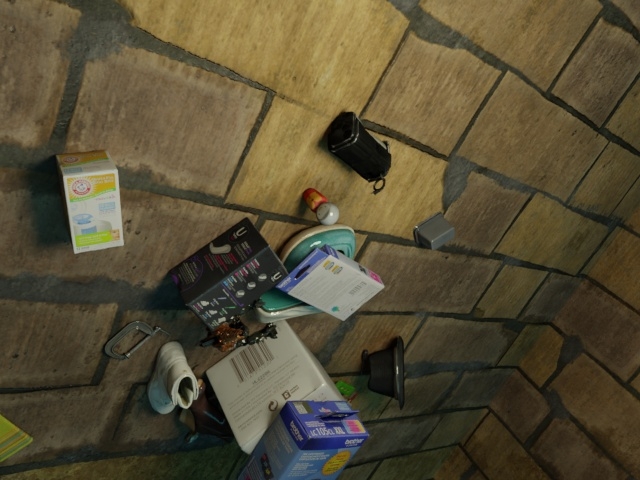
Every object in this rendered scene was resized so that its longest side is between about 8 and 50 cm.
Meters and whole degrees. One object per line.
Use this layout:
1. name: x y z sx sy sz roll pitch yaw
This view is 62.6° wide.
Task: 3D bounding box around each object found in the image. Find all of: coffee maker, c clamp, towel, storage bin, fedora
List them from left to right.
1. towel: -0.914 0.530 1.462 0.102 0.021 0.237 -33 136 -17
2. c clamp: -0.539 0.296 1.538 0.160 0.022 0.137 -37 137 -6
3. coffee maker: 0.115 -0.249 1.466 0.120 0.171 0.178 -39 138 21
4. fedora: 0.275 0.550 2.203 0.152 0.334 0.334 0 133 9
5. storage bin: 0.421 -0.023 1.923 0.135 0.091 0.098 -30 136 -11

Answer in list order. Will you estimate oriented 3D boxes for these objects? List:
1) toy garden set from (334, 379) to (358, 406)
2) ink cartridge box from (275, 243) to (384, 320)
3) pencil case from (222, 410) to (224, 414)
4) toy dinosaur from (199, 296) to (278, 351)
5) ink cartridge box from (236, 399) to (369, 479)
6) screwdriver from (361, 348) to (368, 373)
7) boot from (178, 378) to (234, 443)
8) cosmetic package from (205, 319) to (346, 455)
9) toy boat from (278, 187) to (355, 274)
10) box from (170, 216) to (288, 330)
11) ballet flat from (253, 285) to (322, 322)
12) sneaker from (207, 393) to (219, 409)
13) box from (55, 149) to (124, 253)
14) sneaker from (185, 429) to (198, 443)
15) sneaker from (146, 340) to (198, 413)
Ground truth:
1. toy garden set: 0.051 0.710 2.276 0.244 0.049 0.203 -47 135 4
2. ink cartridge box: 0.028 0.124 1.589 0.185 0.065 0.311 -43 133 20
3. pencil case: -0.311 0.679 1.976 0.070 0.065 0.152 -24 137 4
4. toy dinosaur: -0.247 0.268 1.536 0.218 0.322 0.165 -24 113 -16
5. ink cartridge box: -0.040 0.633 1.600 0.269 0.151 0.396 16 111 -43
6. screwdriver: 0.182 0.519 2.241 0.024 0.025 0.170 -18 141 -24
7. boot: -0.359 0.577 1.774 0.206 0.090 0.249 24 128 -2
8. cosmetic package: -0.121 0.549 1.818 0.329 0.327 0.394 -37 138 -5
9. toy boat: 0.000 0.000 1.597 0.267 0.148 0.319 -20 133 -22
10. box: -0.254 0.092 1.475 0.270 0.165 0.143 -36 135 -6
11. ballet flat: -0.041 0.196 1.759 0.399 0.139 0.139 -8 127 -26
12. sneaker: -0.386 0.613 1.874 0.052 0.058 0.135 -13 131 -27
13. box: -0.519 -0.089 1.187 0.114 0.103 0.203 -11 129 -29
14. sneaker: -0.459 0.704 1.921 0.083 0.032 0.037 -49 150 15
15. sneaker: -0.460 0.478 1.635 0.108 0.169 0.293 -7 128 -33
